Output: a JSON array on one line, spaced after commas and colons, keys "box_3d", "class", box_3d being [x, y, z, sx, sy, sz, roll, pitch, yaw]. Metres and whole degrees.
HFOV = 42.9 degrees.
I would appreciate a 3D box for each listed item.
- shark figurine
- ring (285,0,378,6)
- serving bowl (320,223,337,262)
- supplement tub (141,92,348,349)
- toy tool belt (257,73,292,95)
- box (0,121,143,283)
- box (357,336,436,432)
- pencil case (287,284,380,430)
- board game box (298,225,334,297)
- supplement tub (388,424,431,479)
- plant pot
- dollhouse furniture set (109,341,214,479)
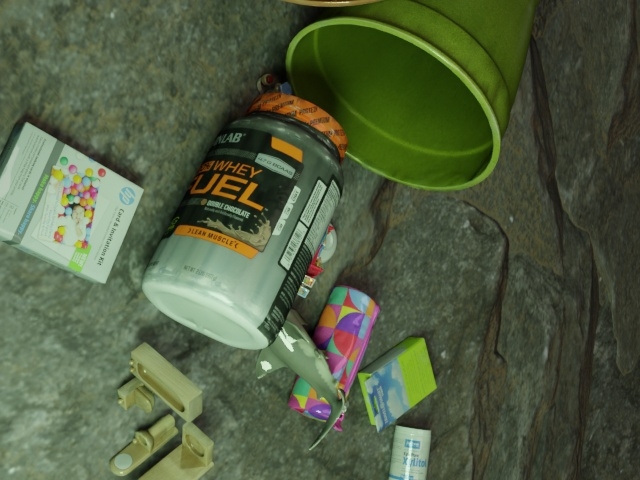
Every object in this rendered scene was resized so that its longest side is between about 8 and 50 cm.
[{"box_3d": [-0.046, 0.198, 1.276, 0.116, 0.278, 0.166, -37, 156, 3], "class": "shark figurine"}, {"box_3d": [0.028, -0.457, 1.230, 0.336, 0.336, 0.032, -49, 152, -32], "class": "ring"}, {"box_3d": [0.000, 0.000, 1.389, 0.083, 0.027, 0.083, -1, 91, -43], "class": "serving bowl"}, {"box_3d": [-0.096, -0.032, 1.176, 0.207, 0.207, 0.338, 41, 62, -35], "class": "supplement tub"}, {"box_3d": [-0.062, -0.234, 1.316, 0.052, 0.051, 0.083, -39, 115, -37], "class": "toy tool belt"}, {"box_3d": [-0.338, -0.045, 1.062, 0.186, 0.038, 0.145, 34, 67, -39], "class": "box"}, {"box_3d": [0.138, 0.264, 1.505, 0.178, 0.042, 0.109, -27, 107, -40], "class": "box"}, {"box_3d": [0.029, 0.195, 1.366, 0.104, 0.104, 0.236, 34, 66, -38], "class": "pencil case"}, {"box_3d": [-0.009, 0.021, 1.287, 0.033, 0.133, 0.169, 26, 111, -12], "class": "board game box"}, {"box_3d": [0.166, 0.401, 1.512, 0.071, 0.071, 0.107, 14, 80, -42], "class": "supplement tub"}, {"box_3d": [0.189, -0.333, 1.326, 0.366, 0.366, 0.353, 48, 62, -32], "class": "plant pot"}, {"box_3d": [-0.233, 0.255, 1.086, 0.123, 0.144, 0.151, -36, 150, -37], "class": "dollhouse furniture set"}]
